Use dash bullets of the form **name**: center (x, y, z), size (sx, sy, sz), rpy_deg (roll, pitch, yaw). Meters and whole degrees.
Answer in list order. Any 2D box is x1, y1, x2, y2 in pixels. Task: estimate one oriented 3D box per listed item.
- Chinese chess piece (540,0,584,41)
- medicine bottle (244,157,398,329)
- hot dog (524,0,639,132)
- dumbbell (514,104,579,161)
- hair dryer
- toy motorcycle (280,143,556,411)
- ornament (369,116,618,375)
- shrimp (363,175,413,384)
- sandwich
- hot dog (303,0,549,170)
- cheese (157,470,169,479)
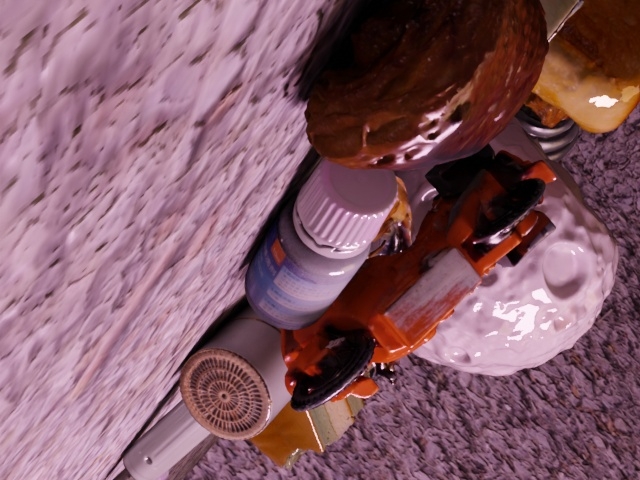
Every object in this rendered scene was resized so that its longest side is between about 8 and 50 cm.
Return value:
- **Chinese chess piece**: center (0.148, -0.169, 1.024), size (0.188, 0.083, 0.188), rpy_deg (-51, 177, -3)
- **medicine bottle**: center (0.000, 0.000, 0.956), size (0.083, 0.083, 0.203), rpy_deg (-46, 176, -34)
- **hot dog**: center (0.349, -0.280, 1.316), size (0.405, 0.185, 0.223), rpy_deg (-47, 173, -17)
- **dumbbell**: center (0.358, -0.248, 1.695), size (0.179, 0.179, 0.406), rpy_deg (-47, 176, -25)
- **hair dryer**: center (-0.143, 0.196, 1.292), size (0.357, 0.107, 0.173), rpy_deg (-41, 179, 32)
- **toy motorcycle**: center (0.079, 0.039, 1.105), size (0.325, 0.148, 0.221), rpy_deg (-42, -168, -9)
- **ornament**: center (0.209, 0.017, 1.508), size (0.337, 0.337, 0.337), rpy_deg (-49, 175, -5)
- **shrimp**: center (0.059, 0.033, 1.305), size (0.178, 0.075, 0.289), rpy_deg (-53, 138, -33)
- **sandwich**: center (-0.024, 0.229, 1.839), size (0.155, 0.198, 0.227), rpy_deg (-43, 172, -50)
- **hot dog**: center (0.071, -0.103, 0.698), size (0.160, 0.099, 0.227), rpy_deg (-50, 174, 13)
- **cheese**: center (-0.259, 0.354, 1.643), size (0.105, 0.042, 0.191), rpy_deg (-45, 176, -29)
